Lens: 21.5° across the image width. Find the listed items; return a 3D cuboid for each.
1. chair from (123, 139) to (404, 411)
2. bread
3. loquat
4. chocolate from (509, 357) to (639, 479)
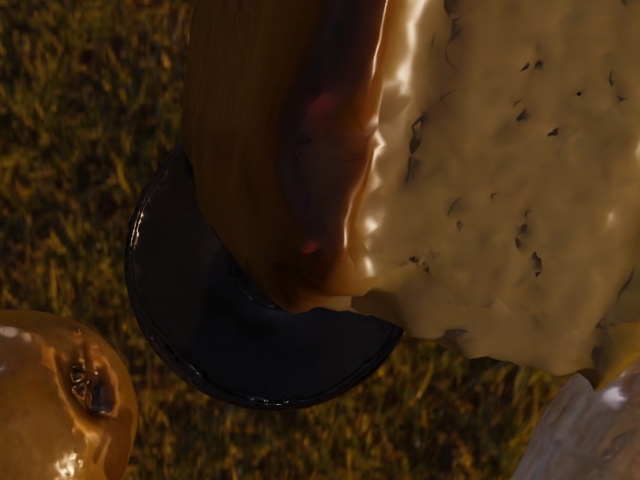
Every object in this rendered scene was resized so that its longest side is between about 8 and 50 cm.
[{"bbox_3d":[0.000,0.000,1.418,0.226,0.401,0.227,1,95,11],"label":"chair"},{"bbox_3d":[0.053,-0.157,0.537,0.143,0.323,0.333,12,100,-9],"label":"bread"},{"bbox_3d":[-0.334,0.207,1.775,0.275,0.275,0.275,2,62,-3],"label":"loquat"},{"bbox_3d":[0.168,0.214,1.187,0.134,0.134,0.309,30,88,11],"label":"chocolate"}]
